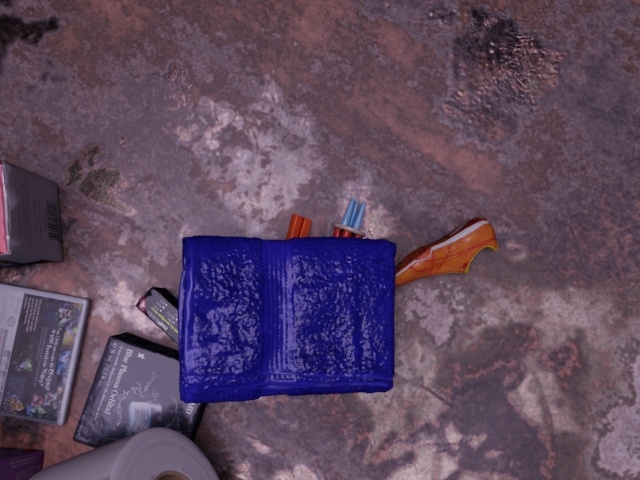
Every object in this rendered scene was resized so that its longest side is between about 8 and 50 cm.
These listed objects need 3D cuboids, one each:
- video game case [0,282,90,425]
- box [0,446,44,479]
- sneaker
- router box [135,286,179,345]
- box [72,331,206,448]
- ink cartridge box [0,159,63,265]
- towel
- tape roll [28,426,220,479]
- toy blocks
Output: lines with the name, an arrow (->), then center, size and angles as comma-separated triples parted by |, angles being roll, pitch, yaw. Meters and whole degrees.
video game case -> -0.447, 0.166, 1.166 | 0.173, 0.022, 0.191 | 10, 85, 2
box -> -0.512, 0.305, 1.019 | 0.200, 0.293, 0.057 | 4, 79, 0
sneaker -> 0.182, 0.030, 1.153 | 0.175, 0.064, 0.067 | -26, 96, 1
router box -> -0.204, 0.120, 1.132 | 0.122, 0.092, 0.038 | 42, 87, 4
box -> -0.247, 0.231, 1.124 | 0.158, 0.093, 0.156 | 19, 86, 1
ink cartridge box -> -0.549, -0.022, 1.057 | 0.309, 0.272, 0.130 | -6, 85, 1
towel -> -0.040, 0.107, 1.072 | 0.308, 0.076, 0.228 | 0, 92, -15
tape roll -> -0.241, 0.374, 0.967 | 0.169, 0.246, 0.246 | -23, 85, 20
toy blocks -> 0.000, 0.000, 1.159 | 0.123, 0.054, 0.148 | 18, 86, 1
